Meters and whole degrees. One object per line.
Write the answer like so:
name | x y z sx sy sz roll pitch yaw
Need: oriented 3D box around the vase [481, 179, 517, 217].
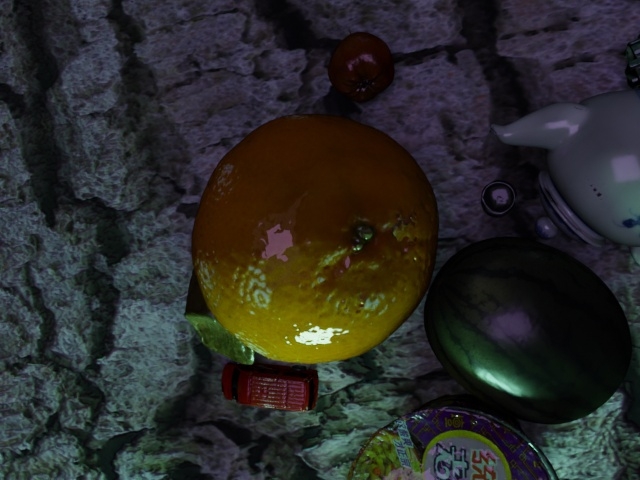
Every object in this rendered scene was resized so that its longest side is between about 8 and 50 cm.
vase | 0.304 -0.069 1.189 0.059 0.167 0.059 0 91 13

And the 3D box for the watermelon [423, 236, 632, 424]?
watermelon | 0.340 0.149 1.123 0.359 0.279 0.279 35 100 -15

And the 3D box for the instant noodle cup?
instant noodle cup | 0.227 0.407 1.166 0.339 0.266 0.340 1 93 14

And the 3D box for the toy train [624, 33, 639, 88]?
toy train | 0.593 -0.320 1.167 0.170 0.071 0.111 -21 77 15

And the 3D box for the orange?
orange | 0.000 0.000 1.148 0.423 0.326 0.424 -3 96 -25

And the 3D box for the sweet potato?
sweet potato | -0.164 0.047 1.327 0.157 0.158 0.370 8 86 14

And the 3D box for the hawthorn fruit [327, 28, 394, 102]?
hawthorn fruit | 0.078 -0.320 1.275 0.125 0.140 0.125 6 124 9

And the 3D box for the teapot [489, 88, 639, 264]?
teapot | 0.458 -0.091 1.119 0.424 0.252 0.280 35 123 -17

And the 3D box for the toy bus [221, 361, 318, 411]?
toy bus | -0.105 0.282 1.339 0.195 0.089 0.081 4 92 14
